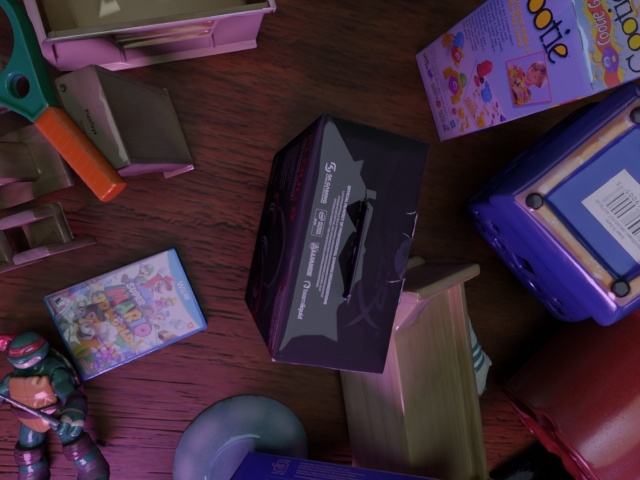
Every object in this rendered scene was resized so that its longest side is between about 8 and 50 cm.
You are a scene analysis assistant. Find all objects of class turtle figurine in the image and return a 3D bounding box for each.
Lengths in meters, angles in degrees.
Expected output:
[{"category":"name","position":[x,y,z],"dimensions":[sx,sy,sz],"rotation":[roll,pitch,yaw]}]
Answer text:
[{"category":"turtle figurine","position":[-0.327,0.193,0.487],"dimensions":[0.175,0.118,0.234],"rotation":[-1,110,14]}]

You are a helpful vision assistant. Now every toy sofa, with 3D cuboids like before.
[{"category":"toy sofa","position":[0.136,0.212,0.616],"dimensions":[0.150,0.177,0.363],"rotation":[-14,97,-39]}]

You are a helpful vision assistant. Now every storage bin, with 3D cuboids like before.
[{"category":"storage bin","position":[-0.217,-0.354,0.483],"dimensions":[0.260,0.123,0.262],"rotation":[-16,98,-14]}]

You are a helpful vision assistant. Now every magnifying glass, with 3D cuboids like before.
[{"category":"magnifying glass","position":[-0.265,-0.133,0.389],"dimensions":[0.092,0.026,0.231],"rotation":[-39,92,11]}]

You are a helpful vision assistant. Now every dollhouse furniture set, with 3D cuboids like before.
[{"category":"dollhouse furniture set","position":[-0.300,-0.097,0.493],"dimensions":[0.242,0.161,0.212],"rotation":[-16,98,9]}]

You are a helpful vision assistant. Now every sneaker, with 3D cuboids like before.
[{"category":"sneaker","position":[0.233,0.178,0.678],"dimensions":[0.075,0.057,0.161],"rotation":[-9,94,-31]}]

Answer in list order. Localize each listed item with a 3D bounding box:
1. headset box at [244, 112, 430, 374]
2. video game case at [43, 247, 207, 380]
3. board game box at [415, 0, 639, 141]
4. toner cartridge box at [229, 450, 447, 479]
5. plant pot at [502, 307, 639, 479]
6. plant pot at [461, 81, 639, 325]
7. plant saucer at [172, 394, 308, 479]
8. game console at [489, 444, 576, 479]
[{"category":"headset box","position":[0.000,0.000,0.475],"dimensions":[0.110,0.293,0.218],"rotation":[11,91,-16]},{"category":"video game case","position":[-0.249,0.094,0.556],"dimensions":[0.166,0.015,0.119],"rotation":[-22,98,-13]},{"category":"board game box","position":[0.264,-0.236,0.541],"dimensions":[0.142,0.275,0.144],"rotation":[-21,99,-13]},{"category":"toner cartridge box","position":[0.062,0.369,0.506],"dimensions":[0.347,0.075,0.165],"rotation":[2,100,14]},{"category":"plant pot","position":[0.446,0.222,0.638],"dimensions":[0.265,0.272,0.272],"rotation":[-38,102,-2]},{"category":"plant pot","position":[0.353,-0.038,0.549],"dimensions":[0.236,0.212,0.236],"rotation":[-40,82,10]},{"category":"plant saucer","position":[-0.107,0.320,0.597],"dimensions":[0.195,0.037,0.195],"rotation":[-1,93,-16]},{"category":"game console","position":[0.423,0.535,0.752],"dimensions":[0.213,0.044,0.361],"rotation":[-22,98,-11]}]
